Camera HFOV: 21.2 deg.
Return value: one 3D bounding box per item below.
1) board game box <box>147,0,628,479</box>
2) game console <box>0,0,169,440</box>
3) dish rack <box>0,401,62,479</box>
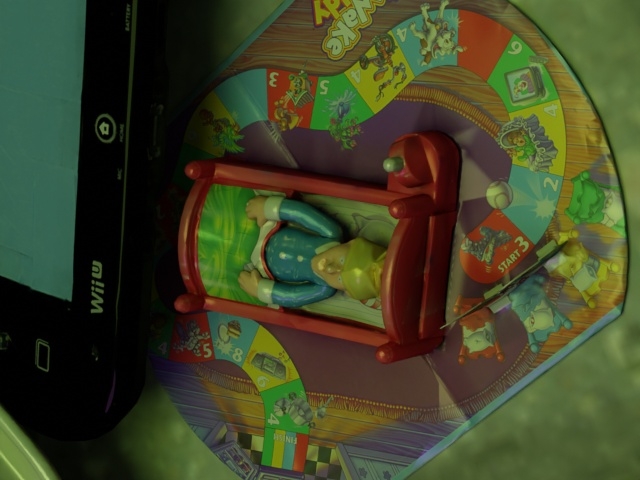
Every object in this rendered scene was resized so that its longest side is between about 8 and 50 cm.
[{"bbox_3d":[0.000,0.000,0.483,0.169,0.033,0.133,-41,75,27],"label":"board game box"},{"bbox_3d":[-0.070,-0.116,0.478,0.213,0.044,0.361,22,113,47],"label":"game console"},{"bbox_3d":[-0.243,0.087,0.595,0.333,0.072,0.285,46,124,18],"label":"dish rack"}]
